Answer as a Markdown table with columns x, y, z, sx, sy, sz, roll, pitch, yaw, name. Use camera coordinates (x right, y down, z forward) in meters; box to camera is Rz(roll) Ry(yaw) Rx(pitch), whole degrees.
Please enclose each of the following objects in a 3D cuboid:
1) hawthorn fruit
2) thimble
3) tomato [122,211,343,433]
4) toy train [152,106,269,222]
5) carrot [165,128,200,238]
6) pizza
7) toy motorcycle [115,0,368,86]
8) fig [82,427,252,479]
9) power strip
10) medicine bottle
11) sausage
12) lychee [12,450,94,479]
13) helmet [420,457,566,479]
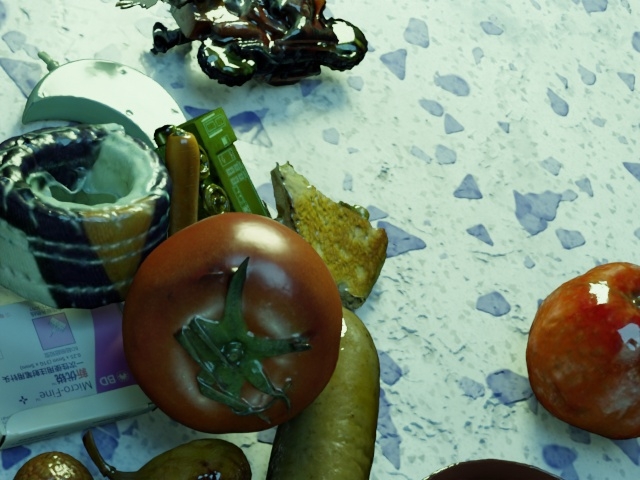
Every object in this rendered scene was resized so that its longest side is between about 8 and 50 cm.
| x | y | z | sx | sy | sz | roll | pitch | yaw | name |
| --- | --- | --- | --- | --- | --- | --- | --- | --- | --- |
| 0.401 | 0.125 | 2.079 | 0.242 | 0.272 | 0.242 | 8 | 50 | -10 | hawthorn fruit |
| -0.289 | -0.036 | 1.885 | 0.237 | 0.150 | 0.237 | 7 | 34 | -5 | thimble |
| -0.099 | 0.095 | 1.813 | 0.256 | 0.256 | 0.224 | 21 | 21 | -12 | tomato |
| -0.137 | -0.053 | 2.011 | 0.137 | 0.090 | 0.225 | -39 | 107 | -56 | toy train |
| -0.171 | -0.019 | 1.933 | 0.043 | 0.248 | 0.043 | 3 | 22 | -1 | carrot |
| 0.000 | 0.000 | 2.072 | 0.226 | 0.069 | 0.147 | 27 | 60 | -39 | pizza |
| -0.124 | -0.307 | 2.210 | 0.401 | 0.134 | 0.207 | -14 | 64 | -36 | toy motorcycle |
| -0.180 | 0.285 | 1.776 | 0.201 | 0.134 | 0.146 | 11 | 21 | 1 | fig |
| -0.279 | -0.163 | 2.079 | 0.253 | 0.054 | 0.167 | 33 | 46 | -3 | power strip |
| -0.309 | 0.148 | 1.842 | 0.201 | 0.052 | 0.171 | -10 | 62 | -31 | medicine bottle |
| -0.009 | 0.281 | 1.847 | 0.136 | 0.123 | 0.501 | 46 | 40 | -28 | sausage |
| -0.287 | 0.291 | 1.725 | 0.101 | 0.140 | 0.114 | -40 | 72 | -8 | lychee |
| 0.170 | 0.453 | 1.752 | 0.337 | 0.230 | 0.385 | 39 | 57 | 5 | helmet |
